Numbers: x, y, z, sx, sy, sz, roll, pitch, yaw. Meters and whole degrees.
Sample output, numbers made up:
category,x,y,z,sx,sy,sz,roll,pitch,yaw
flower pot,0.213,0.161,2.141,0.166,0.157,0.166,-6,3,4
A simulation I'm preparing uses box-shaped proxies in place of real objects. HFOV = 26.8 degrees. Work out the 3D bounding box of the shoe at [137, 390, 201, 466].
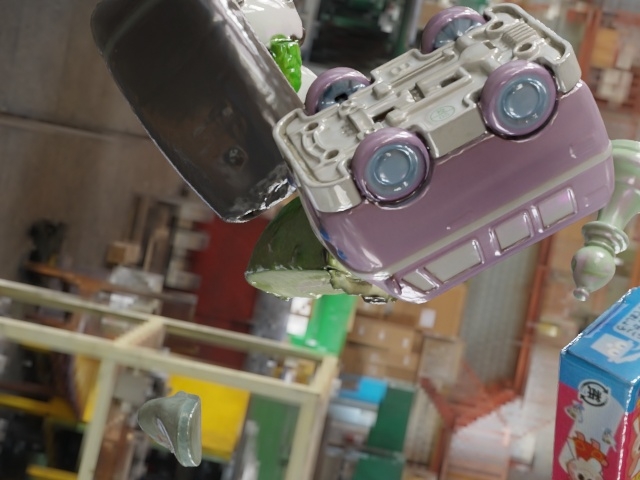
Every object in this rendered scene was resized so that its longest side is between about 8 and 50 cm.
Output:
category,x,y,z,sx,sy,sz,roll,pitch,yaw
shoe,-0.178,0.221,1.593,0.195,0.078,0.079,-134,-136,-88

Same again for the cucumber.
category,x,y,z,sx,sy,sz,roll,pitch,yaw
cucumber,-0.001,-0.003,1.336,0.145,0.105,0.325,-66,-166,-13

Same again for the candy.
category,x,y,z,sx,sy,sz,roll,pitch,yaw
candy,0.351,0.221,1.554,0.157,0.100,0.305,-34,136,-36

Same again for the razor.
category,x,y,z,sx,sy,sz,roll,pitch,yaw
razor,-0.142,-0.195,1.689,0.204,0.349,0.113,-41,168,28

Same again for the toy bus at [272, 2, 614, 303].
category,x,y,z,sx,sy,sz,roll,pitch,yaw
toy bus,0.083,-0.056,0.921,0.142,0.203,0.142,64,-2,-33

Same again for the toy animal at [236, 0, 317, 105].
category,x,y,z,sx,sy,sz,roll,pitch,yaw
toy animal,-0.103,-0.249,2.023,0.212,0.213,0.266,77,-6,-82

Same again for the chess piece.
category,x,y,z,sx,sy,sz,roll,pitch,yaw
chess piece,0.463,-0.021,2.164,0.139,0.139,0.271,94,22,-66
